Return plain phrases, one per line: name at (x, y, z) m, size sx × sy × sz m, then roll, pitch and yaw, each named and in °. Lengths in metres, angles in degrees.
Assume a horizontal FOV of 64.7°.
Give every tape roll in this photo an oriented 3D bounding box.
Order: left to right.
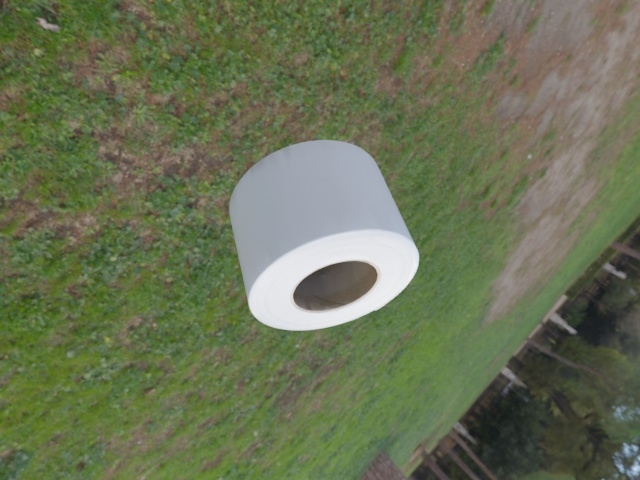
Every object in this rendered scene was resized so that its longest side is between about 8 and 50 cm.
tape roll at (0.000, 0.000, 0.740) m, size 0.246 × 0.169 × 0.246 m, roll -12°, pitch 144°, yaw -9°
